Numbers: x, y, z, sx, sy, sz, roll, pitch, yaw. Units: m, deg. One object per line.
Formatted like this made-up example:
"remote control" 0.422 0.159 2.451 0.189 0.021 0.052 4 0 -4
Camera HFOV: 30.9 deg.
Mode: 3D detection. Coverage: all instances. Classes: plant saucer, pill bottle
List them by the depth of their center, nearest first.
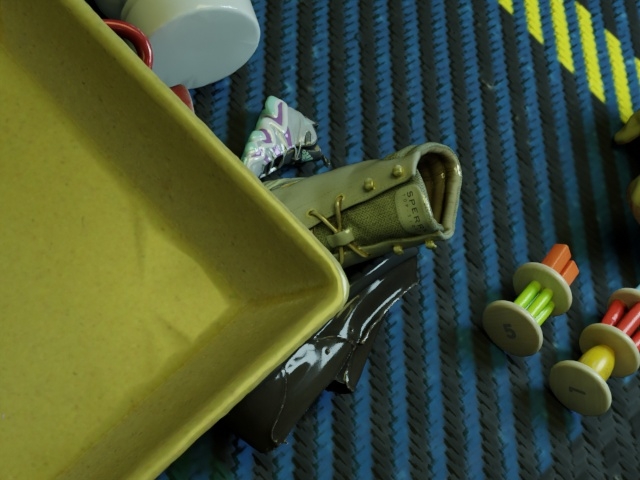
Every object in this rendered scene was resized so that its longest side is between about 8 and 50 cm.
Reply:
"plant saucer" -0.211 0.028 0.679 0.332 0.081 0.333 -41 79 -15
"pill bottle" -0.132 -0.243 0.937 0.131 0.131 0.229 -9 63 -26

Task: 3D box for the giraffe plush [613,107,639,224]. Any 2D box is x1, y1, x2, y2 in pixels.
"giraffe plush" 0.339 -0.082 1.012 0.181 0.210 0.170 -10 27 1

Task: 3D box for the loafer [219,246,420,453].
"loafer" -0.001 0.073 0.834 0.220 0.080 0.078 -37 110 -36

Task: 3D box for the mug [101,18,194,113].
"mug" -0.183 -0.071 0.825 0.169 0.113 0.150 -2 62 -17

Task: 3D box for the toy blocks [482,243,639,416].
"toy blocks" 0.216 0.052 0.934 0.123 0.054 0.148 42 54 7

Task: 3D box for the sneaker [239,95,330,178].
"sneaker" -0.026 -0.069 0.926 0.069 0.038 0.098 24 54 -5

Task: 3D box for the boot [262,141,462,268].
"boot" 0.000 0.000 0.789 0.213 0.165 0.077 -49 121 -55
